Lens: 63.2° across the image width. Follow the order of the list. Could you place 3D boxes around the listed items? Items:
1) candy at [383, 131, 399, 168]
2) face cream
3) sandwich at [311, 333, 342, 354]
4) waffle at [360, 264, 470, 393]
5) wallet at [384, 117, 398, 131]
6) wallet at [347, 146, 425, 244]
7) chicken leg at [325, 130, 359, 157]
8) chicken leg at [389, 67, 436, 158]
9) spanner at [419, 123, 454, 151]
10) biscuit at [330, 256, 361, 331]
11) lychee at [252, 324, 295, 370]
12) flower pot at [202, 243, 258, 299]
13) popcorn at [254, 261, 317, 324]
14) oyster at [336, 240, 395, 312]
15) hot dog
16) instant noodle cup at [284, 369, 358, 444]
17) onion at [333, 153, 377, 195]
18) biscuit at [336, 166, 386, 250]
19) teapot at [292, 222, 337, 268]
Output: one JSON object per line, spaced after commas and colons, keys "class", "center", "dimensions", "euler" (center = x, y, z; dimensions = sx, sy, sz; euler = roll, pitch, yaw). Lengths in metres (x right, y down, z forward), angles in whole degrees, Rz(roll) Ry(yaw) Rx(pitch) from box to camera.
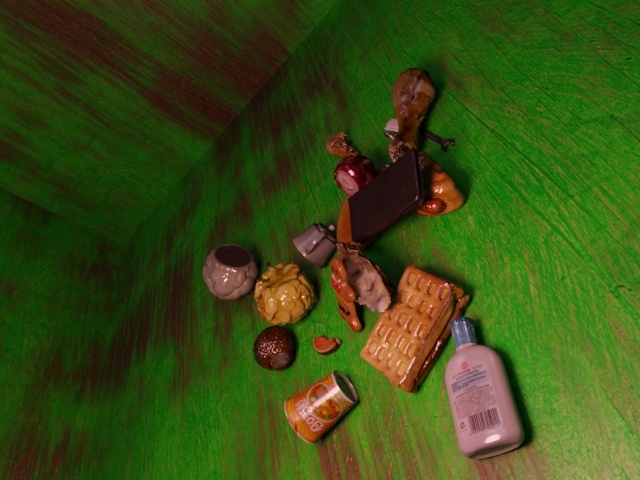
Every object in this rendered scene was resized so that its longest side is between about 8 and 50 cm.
{"class": "candy", "center": [0.276, -0.334, 1.939], "dimensions": [0.051, 0.093, 0.227], "euler": [-50, 24, 45]}
{"class": "face cream", "center": [0.381, 0.345, 1.275], "dimensions": [0.163, 0.080, 0.337], "euler": [-35, 40, 31]}
{"class": "sandwich", "center": [0.015, 0.358, 1.774], "dimensions": [0.135, 0.029, 0.067], "euler": [-5, 55, 51]}
{"class": "waffle", "center": [0.265, 0.246, 1.490], "dimensions": [0.328, 0.098, 0.224], "euler": [-61, 33, -1]}
{"class": "wallet", "center": [0.304, -0.449, 2.033], "dimensions": [0.061, 0.025, 0.122], "euler": [-49, 33, -7]}
{"class": "wallet", "center": [0.207, -0.131, 1.684], "dimensions": [0.377, 0.051, 0.197], "euler": [-38, 50, 52]}
{"class": "chicken leg", "center": [0.103, -0.397, 2.214], "dimensions": [0.101, 0.085, 0.207], "euler": [-49, 42, -6]}
{"class": "chicken leg", "center": [0.328, -0.468, 1.914], "dimensions": [0.201, 0.152, 0.430], "euler": [-21, 49, 50]}
{"class": "spanner", "center": [0.398, -0.375, 1.872], "dimensions": [0.054, 0.015, 0.254], "euler": [-52, 34, 9]}
{"class": "biscuit", "center": [0.069, 0.171, 1.690], "dimensions": [0.036, 0.250, 0.165], "euler": [-20, 25, -16]}
{"class": "lychee", "center": [-0.168, 0.386, 1.881], "dimensions": [0.171, 0.171, 0.171], "euler": [-32, 42, 34]}
{"class": "flower pot", "center": [-0.392, 0.141, 2.277], "dimensions": [0.246, 0.245, 0.195], "euler": [-110, 27, -49]}
{"class": "popcorn", "center": [-0.137, 0.192, 1.911], "dimensions": [0.249, 0.226, 0.249], "euler": [-20, 18, 7]}
{"class": "oyster", "center": [0.126, 0.084, 1.642], "dimensions": [0.110, 0.204, 0.396], "euler": [-22, 16, -11]}
{"class": "hot dog", "center": [0.341, -0.170, 1.680], "dimensions": [0.153, 0.150, 0.257], "euler": [-39, 37, 9]}
{"class": "instant noodle cup", "center": [0.009, 0.494, 1.578], "dimensions": [0.185, 0.168, 0.168], "euler": [-41, 37, 11]}
{"class": "onion", "center": [0.155, -0.227, 1.868], "dimensions": [0.198, 0.173, 0.135], "euler": [31, 73, 13]}
{"class": "biscuit", "center": [0.187, -0.118, 1.902], "dimensions": [0.287, 0.057, 0.344], "euler": [-10, 57, 48]}
{"class": "teapot", "center": [0.000, 0.000, 1.950], "dimensions": [0.149, 0.162, 0.239], "euler": [-46, -7, 10]}
